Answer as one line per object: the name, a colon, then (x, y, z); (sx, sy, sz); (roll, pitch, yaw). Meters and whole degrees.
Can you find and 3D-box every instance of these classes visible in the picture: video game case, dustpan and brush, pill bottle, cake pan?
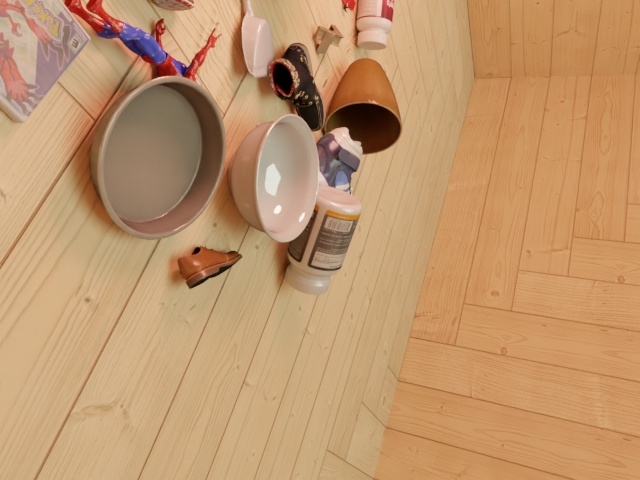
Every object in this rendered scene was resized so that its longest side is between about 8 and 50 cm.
video game case: (-0.424, -0.294, 0.690); (0.183, 0.023, 0.201); (-69, 152, -27)
dustpan and brush: (-0.153, -0.488, 1.184); (0.147, 0.060, 0.211); (-58, 155, -65)
pill bottle: (0.184, -0.763, 1.731); (0.121, 0.121, 0.221); (-5, 101, -64)
pill bottle: (0.000, 0.000, 1.438); (0.162, 0.162, 0.278); (-26, 139, -61)
cake pan: (-0.286, -0.147, 0.926); (0.293, 0.054, 0.293); (-42, 142, -44)

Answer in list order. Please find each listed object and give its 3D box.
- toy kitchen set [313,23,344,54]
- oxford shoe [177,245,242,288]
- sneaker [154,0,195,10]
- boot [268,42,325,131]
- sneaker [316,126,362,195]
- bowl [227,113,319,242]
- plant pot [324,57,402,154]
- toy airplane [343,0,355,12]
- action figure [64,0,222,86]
toy kitchen set: (0.008, -0.597, 1.521); (0.083, 0.075, 0.068); (7, 133, -33)
oxford shoe: (-0.236, 0.041, 1.129); (0.076, 0.076, 0.212); (55, 17, 4)
sneaker: (-0.279, -0.458, 0.913); (0.158, 0.061, 0.064); (-2, 92, -65)
boot: (-0.061, -0.372, 1.331); (0.178, 0.085, 0.236); (-64, 144, -57)
sneaker: (0.072, -0.187, 1.579); (0.236, 0.130, 0.322); (-49, 137, -19)
bowl: (-0.126, -0.149, 1.227); (0.298, 0.134, 0.297); (8, 90, -65)
plant pot: (0.136, -0.445, 1.639); (0.237, 0.237, 0.254); (56, 32, -54)
toy airplane: (0.091, -0.797, 1.635); (0.151, 0.028, 0.151); (-25, 119, -59)
action figure: (-0.280, -0.359, 0.892); (0.280, 0.091, 0.139); (39, 71, -61)
